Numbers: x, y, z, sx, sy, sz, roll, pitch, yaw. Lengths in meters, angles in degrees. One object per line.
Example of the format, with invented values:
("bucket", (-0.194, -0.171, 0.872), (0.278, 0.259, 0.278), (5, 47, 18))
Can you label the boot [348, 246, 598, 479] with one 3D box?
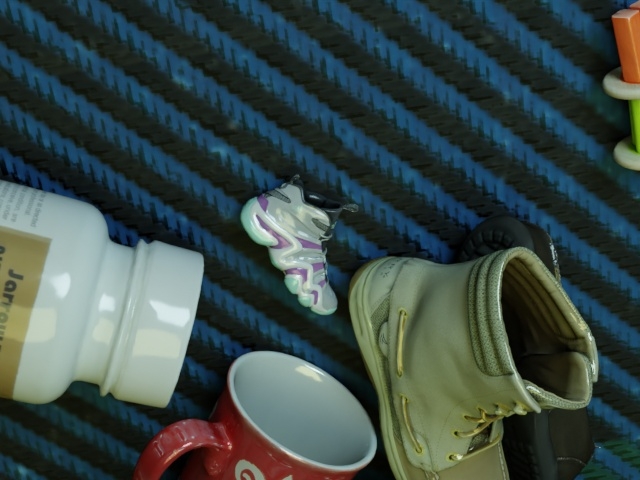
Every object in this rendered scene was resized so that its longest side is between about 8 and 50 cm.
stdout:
("boot", (0.108, 0.107, 0.733), (0.077, 0.165, 0.213), (-24, 98, -31))

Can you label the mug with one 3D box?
("mug", (-0.066, 0.170, 0.808), (0.150, 0.113, 0.169), (23, 116, -16))

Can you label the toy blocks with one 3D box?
("toy blocks", (0.232, -0.127, 0.713), (0.123, 0.054, 0.148), (-13, 116, 2))

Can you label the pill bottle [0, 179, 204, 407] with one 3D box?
("pill bottle", (-0.195, 0.030, 0.717), (0.229, 0.131, 0.131), (15, 114, -11))

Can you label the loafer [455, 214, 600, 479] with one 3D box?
("loafer", (0.148, 0.078, 0.804), (0.078, 0.080, 0.220), (-24, 119, -29))

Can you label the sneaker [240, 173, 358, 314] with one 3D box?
("sneaker", (0.000, 0.000, 0.767), (0.069, 0.038, 0.098), (-33, 114, 12))
